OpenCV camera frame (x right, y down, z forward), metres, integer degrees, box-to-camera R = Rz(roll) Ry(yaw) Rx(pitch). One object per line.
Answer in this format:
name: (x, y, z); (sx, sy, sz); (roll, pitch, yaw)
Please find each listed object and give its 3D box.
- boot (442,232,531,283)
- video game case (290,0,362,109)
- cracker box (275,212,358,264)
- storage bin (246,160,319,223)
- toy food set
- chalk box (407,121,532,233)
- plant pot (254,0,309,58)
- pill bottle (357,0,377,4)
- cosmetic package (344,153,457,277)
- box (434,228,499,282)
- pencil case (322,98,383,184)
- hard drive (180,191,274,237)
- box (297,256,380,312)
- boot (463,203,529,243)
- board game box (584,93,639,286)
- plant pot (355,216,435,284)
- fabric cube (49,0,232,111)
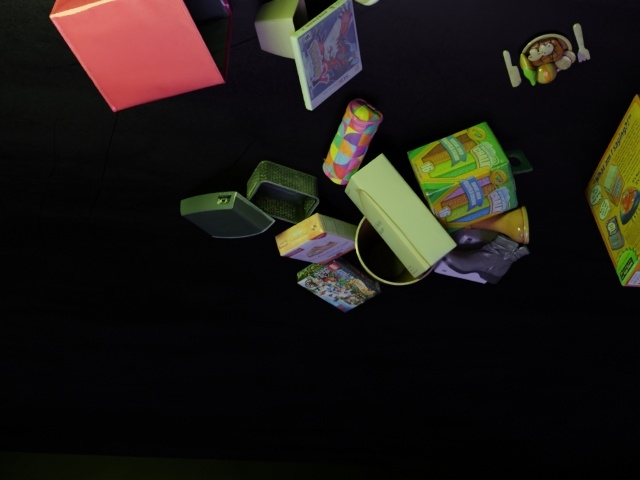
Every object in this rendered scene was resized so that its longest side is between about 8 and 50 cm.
boot: (0.467, 0.025, 2.113); (0.247, 0.083, 0.161); (17, 128, -29)
video game case: (0.018, -0.424, 1.692); (0.183, 0.023, 0.201); (-43, 144, -23)
cracker box: (0.000, 0.000, 2.167); (0.156, 0.067, 0.232); (-28, 157, 27)
storage bin: (-0.105, -0.132, 2.063); (0.180, 0.084, 0.122); (16, 135, -22)
toy food set: (0.545, -0.435, 1.788); (0.192, 0.038, 0.132); (-19, 136, 18)
chalk box: (0.405, -0.174, 1.959); (0.289, 0.180, 0.179); (-23, 136, 5)
plant pot: (-0.087, -0.478, 1.659); (0.096, 0.109, 0.109); (2, 141, 14)
pill bottle: (0.021, -0.595, 1.489); (0.265, 0.153, 0.153); (20, 134, -23)
cosmetic package: (0.208, -0.062, 1.968); (0.113, 0.309, 0.160); (-38, 173, -10)
box: (0.454, 0.018, 2.240); (0.182, 0.119, 0.181); (14, 137, -18)
pencil case: (0.081, -0.253, 1.929); (0.105, 0.104, 0.236); (10, 139, -14)
hard drive: (-0.268, -0.067, 2.075); (0.255, 0.054, 0.172); (-4, 148, 45)
box: (0.061, 0.137, 2.409); (0.159, 0.044, 0.233); (-32, 131, 30)
boot: (0.434, -0.063, 2.033); (0.220, 0.283, 0.109); (-6, 122, -5)
board game box: (0.965, -0.120, 1.931); (0.357, 0.356, 0.356); (2, 138, -7)
plant pot: (0.208, 0.034, 2.163); (0.237, 0.237, 0.254); (0, 167, -3)
fabric cube: (-0.353, -0.465, 1.539); (0.258, 0.259, 0.254); (-13, 139, 14)
